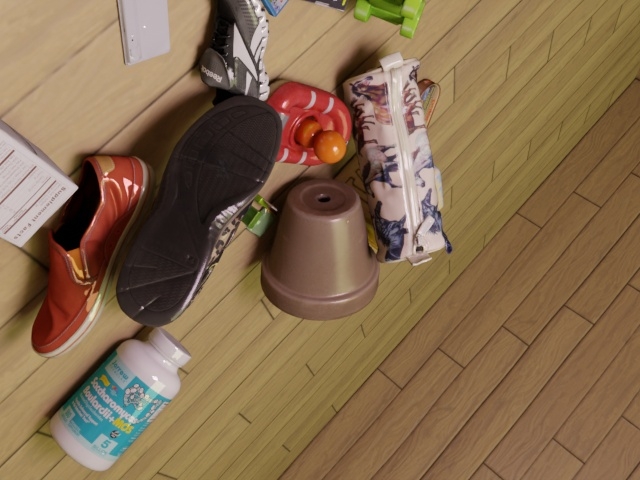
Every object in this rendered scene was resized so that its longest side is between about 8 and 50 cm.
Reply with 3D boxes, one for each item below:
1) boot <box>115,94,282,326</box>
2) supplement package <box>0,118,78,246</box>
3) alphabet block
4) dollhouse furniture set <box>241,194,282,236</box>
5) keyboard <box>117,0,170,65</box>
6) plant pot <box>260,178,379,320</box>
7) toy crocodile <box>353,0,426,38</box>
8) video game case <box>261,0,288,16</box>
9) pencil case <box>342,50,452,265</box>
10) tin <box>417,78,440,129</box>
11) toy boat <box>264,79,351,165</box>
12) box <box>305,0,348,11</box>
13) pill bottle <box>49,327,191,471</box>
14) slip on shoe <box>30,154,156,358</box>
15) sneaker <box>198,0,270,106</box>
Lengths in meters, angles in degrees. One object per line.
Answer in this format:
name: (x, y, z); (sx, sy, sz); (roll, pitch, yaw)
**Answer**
boot: (-0.198, -0.027, 0.991); (0.378, 0.138, 0.284); (-67, -171, -18)
supplement package: (-0.389, -0.089, 0.703); (0.105, 0.105, 0.179); (-49, 155, -7)
alphabet block: (0.158, -0.103, 1.489); (0.197, 0.193, 0.192); (-47, 153, -10)
dollhouse furniture set: (-0.118, -0.042, 1.266); (0.076, 0.058, 0.151); (-52, 154, 1)
keyboard: (-0.223, -0.339, 0.766); (0.072, 0.014, 0.256); (-39, 152, -36)
plant pot: (0.000, 0.000, 1.314); (0.263, 0.263, 0.230); (-32, 139, -35)
toy crocodile: (0.116, -0.409, 0.997); (0.340, 0.115, 0.105); (-42, 153, -81)
video game case: (-0.038, -0.402, 0.832); (0.166, 0.015, 0.119); (-54, 155, -4)
pencil case: (0.155, -0.157, 1.247); (0.159, 0.183, 0.411); (-15, 101, -16)
tin: (0.238, -0.308, 1.537); (0.106, 0.040, 0.190); (-21, 141, -40)
toy boat: (-0.014, -0.193, 1.134); (0.231, 0.151, 0.151); (-5, 128, -57)
box: (0.008, -0.487, 0.898); (0.216, 0.060, 0.270); (-15, 137, -53)
pill bottle: (-0.370, 0.291, 1.181); (0.264, 0.146, 0.146); (-48, 154, -9)
slip on shoe: (-0.355, 0.021, 0.904); (0.101, 0.123, 0.332); (16, 106, -49)
sneaker: (-0.133, -0.277, 0.915); (0.106, 0.078, 0.234); (-42, 155, -25)
